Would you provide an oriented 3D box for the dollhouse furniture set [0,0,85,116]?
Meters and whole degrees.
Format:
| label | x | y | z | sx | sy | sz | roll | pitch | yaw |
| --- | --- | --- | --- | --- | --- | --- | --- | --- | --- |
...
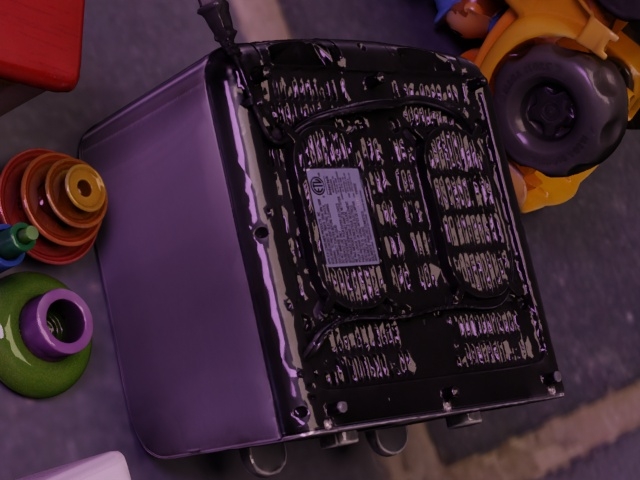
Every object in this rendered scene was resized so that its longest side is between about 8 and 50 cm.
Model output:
| label | x | y | z | sx | sy | sz | roll | pitch | yaw |
| --- | --- | --- | --- | --- | --- | --- | --- | --- | --- |
| dollhouse furniture set | -0.224 | -0.054 | 0.509 | 0.374 | 0.152 | 0.201 | 12 | 76 | -39 |

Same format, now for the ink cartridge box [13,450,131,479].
| label | x | y | z | sx | sy | sz | roll | pitch | yaw |
| --- | --- | --- | --- | --- | --- | --- | --- | --- | --- |
| ink cartridge box | -0.164 | 0.146 | 0.509 | 0.218 | 0.158 | 0.092 | -18 | 87 | -46 |

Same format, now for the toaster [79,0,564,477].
| label | x | y | z | sx | sy | sz | roll | pitch | yaw |
| --- | --- | --- | --- | --- | --- | --- | --- | --- | --- |
| toaster | 0.000 | 0.000 | 0.762 | 0.168 | 0.110 | 0.186 | -3 | 77 | -45 |

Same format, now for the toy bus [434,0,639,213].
| label | x | y | z | sx | sy | sz | roll | pitch | yaw |
| --- | --- | --- | --- | --- | --- | --- | --- | --- | --- |
| toy bus | 0.109 | -0.156 | 0.901 | 0.211 | 0.220 | 0.149 | 38 | 30 | 13 |

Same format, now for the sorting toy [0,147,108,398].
| label | x | y | z | sx | sy | sz | roll | pitch | yaw |
| --- | --- | --- | --- | --- | --- | --- | --- | --- | --- |
| sorting toy | -0.106 | 0.008 | 0.706 | 0.061 | 0.042 | 0.102 | 14 | 65 | -40 |
